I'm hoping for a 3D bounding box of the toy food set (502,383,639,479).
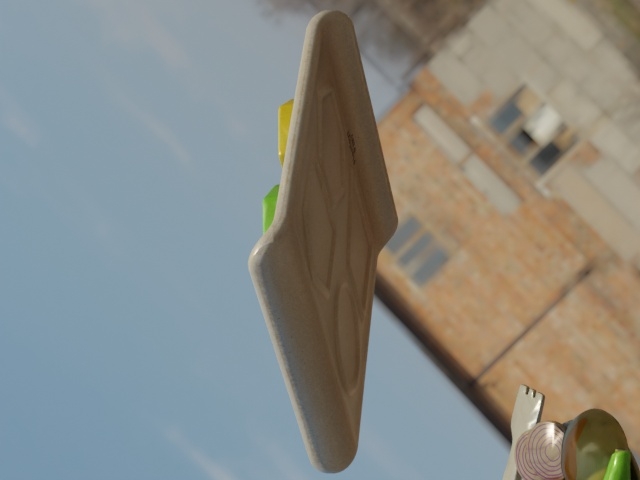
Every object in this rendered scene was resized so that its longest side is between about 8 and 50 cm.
[{"bbox_3d":[0.150,0.164,1.054,0.038,0.132,0.192,11,-175,-29],"label":"toy food set"}]

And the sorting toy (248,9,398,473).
[{"bbox_3d":[0.000,0.000,1.013,0.208,0.038,0.193,-76,-22,-44],"label":"sorting toy"}]
